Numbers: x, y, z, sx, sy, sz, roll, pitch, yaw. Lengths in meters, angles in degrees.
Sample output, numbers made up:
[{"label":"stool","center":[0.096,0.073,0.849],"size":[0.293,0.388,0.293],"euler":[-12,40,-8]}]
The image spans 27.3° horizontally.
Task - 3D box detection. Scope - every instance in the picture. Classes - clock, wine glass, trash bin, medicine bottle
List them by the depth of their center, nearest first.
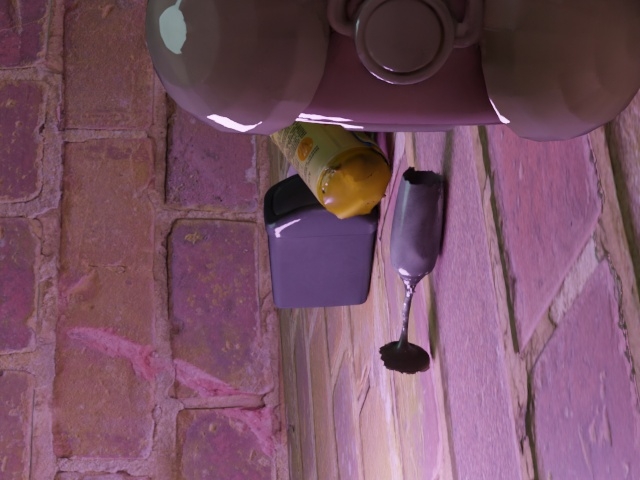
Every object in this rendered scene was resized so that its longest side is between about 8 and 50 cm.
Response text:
[{"label":"clock","center":[0.056,-0.166,0.970],"size":[0.326,0.342,0.184],"euler":[-85,-9,-72]},{"label":"wine glass","center":[0.113,0.032,1.596],"size":[0.074,0.074,0.262],"euler":[-104,16,-62]},{"label":"medicine bottle","center":[0.013,-0.133,1.964],"size":[0.239,0.124,0.124],"euler":[51,147,45]},{"label":"trash bin","center":[0.000,0.000,2.088],"size":[0.101,0.176,0.236],"euler":[-99,6,-45]}]

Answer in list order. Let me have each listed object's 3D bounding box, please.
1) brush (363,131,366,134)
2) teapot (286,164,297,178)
[{"label":"brush","center":[0.062,-0.184,2.075],"size":[0.103,0.047,0.233],"euler":[-99,5,-54]},{"label":"teapot","center":[-0.003,-0.202,2.216],"size":[0.204,0.139,0.298],"euler":[96,172,-71]}]
